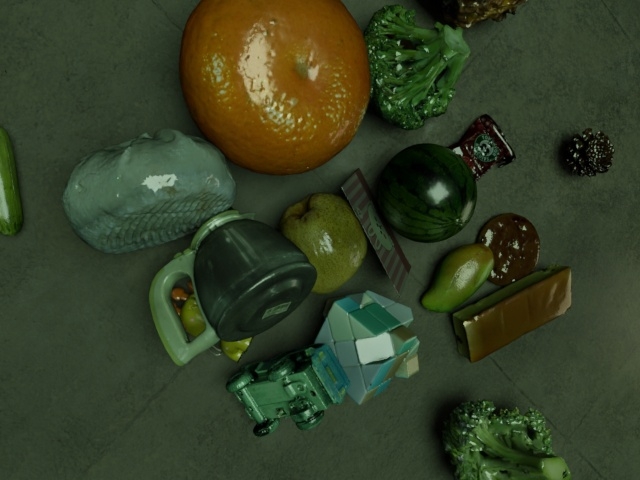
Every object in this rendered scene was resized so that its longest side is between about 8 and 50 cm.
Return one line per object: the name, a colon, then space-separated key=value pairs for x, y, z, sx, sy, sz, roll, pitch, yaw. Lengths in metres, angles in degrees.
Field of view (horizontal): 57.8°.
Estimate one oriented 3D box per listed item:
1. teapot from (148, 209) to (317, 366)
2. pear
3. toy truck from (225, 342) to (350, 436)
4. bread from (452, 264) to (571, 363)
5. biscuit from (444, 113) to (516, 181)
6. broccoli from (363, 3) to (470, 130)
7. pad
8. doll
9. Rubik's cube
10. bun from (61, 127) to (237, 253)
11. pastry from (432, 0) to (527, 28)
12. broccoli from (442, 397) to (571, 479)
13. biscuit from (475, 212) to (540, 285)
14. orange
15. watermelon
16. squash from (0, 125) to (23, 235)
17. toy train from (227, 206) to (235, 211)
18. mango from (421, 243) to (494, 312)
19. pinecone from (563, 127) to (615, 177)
teapot: x=-0.187 y=0.087 z=1.232 sx=0.321 sy=0.239 sz=0.239 roll=-49 pitch=64 yaw=21
pear: x=0.000 y=0.000 z=1.351 sx=0.211 sy=0.188 sz=0.228 roll=52 pitch=44 yaw=-18
toy truck: x=-0.076 y=0.332 z=1.312 sx=0.156 sy=0.279 sz=0.155 roll=-38 pitch=100 yaw=-48
bread: x=0.532 y=0.193 z=1.590 sx=0.361 sy=0.077 sz=0.138 roll=-24 pitch=113 yaw=-16
biscuit: x=0.409 y=-0.223 z=1.555 sx=0.235 sy=0.063 sz=0.151 roll=-37 pitch=103 yaw=-17
broccoli: x=0.216 y=-0.420 z=1.388 sx=0.308 sy=0.275 sz=0.307 roll=14 pitch=64 yaw=-31
pad: x=0.143 y=-0.026 z=1.423 sx=0.005 sy=0.202 sz=0.299 roll=-24 pitch=101 yaw=22
doll: x=-0.252 y=0.182 z=1.331 sx=0.221 sy=0.135 sz=0.143 roll=28 pitch=51 yaw=-11
Rubik's cube: x=0.108 y=0.243 z=1.400 sx=0.213 sy=0.265 sz=0.224 roll=-13 pitch=136 yaw=-52
bun: x=-0.341 y=-0.109 z=1.178 sx=0.354 sy=0.354 sz=0.194 roll=-19 pitch=81 yaw=-17
pastry: x=0.355 y=-0.732 z=1.409 sx=0.337 sy=0.292 sz=0.405 roll=-14 pitch=106 yaw=-7
broccoli: x=0.491 y=0.538 z=1.505 sx=0.375 sy=0.302 sz=0.249 roll=46 pitch=40 yaw=-9
biscuit: x=0.525 y=0.027 z=1.615 sx=0.212 sy=0.036 sz=0.212 roll=-1 pitch=93 yaw=-18
orange: x=-0.099 y=-0.349 z=1.249 sx=0.424 sy=0.326 sz=0.424 roll=-6 pitch=101 yaw=-29
watermelon: x=0.258 y=-0.113 z=1.415 sx=0.242 sy=0.242 sz=0.242 roll=-1 pitch=92 yaw=-18
squash: x=-0.665 y=-0.127 z=1.204 sx=0.069 sy=0.069 sz=0.238 roll=-8 pitch=94 yaw=-18
toy train: x=-0.198 y=-0.027 z=1.373 sx=0.209 sy=0.042 sz=0.044 roll=47 pitch=55 yaw=-13
mango: x=0.359 y=0.097 z=1.528 sx=0.233 sy=0.111 sz=0.125 roll=-40 pitch=91 yaw=0
pinecone: x=0.749 y=-0.245 z=1.636 sx=0.140 sy=0.121 sz=0.140 roll=0 pitch=90 yaw=-19
